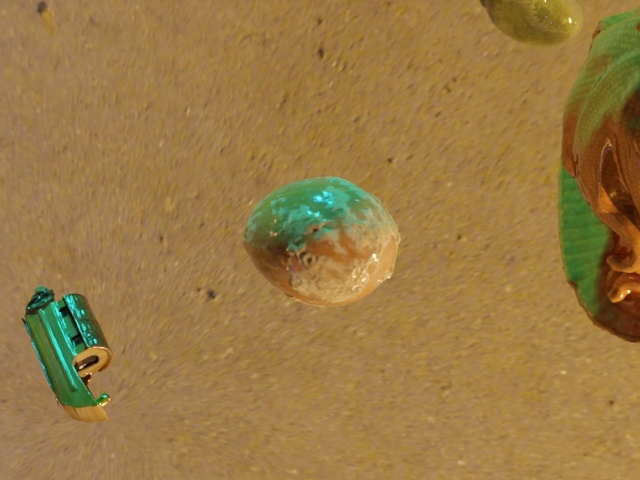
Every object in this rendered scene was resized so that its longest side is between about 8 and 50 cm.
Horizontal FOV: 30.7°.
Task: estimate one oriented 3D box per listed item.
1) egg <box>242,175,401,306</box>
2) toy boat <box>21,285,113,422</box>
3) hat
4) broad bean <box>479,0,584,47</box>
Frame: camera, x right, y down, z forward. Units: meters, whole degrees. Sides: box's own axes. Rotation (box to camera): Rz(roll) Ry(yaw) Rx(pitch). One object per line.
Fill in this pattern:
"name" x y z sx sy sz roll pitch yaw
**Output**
"egg" 0.000 0.000 1.779 0.245 0.203 0.203 9 79 15
"toy boat" -0.317 0.142 1.498 0.088 0.068 0.226 -29 48 -9
"hat" 0.226 -0.079 0.758 0.244 0.233 0.233 -43 58 4
"broad bean" 0.299 -0.342 1.689 0.174 0.124 0.082 44 51 -33
